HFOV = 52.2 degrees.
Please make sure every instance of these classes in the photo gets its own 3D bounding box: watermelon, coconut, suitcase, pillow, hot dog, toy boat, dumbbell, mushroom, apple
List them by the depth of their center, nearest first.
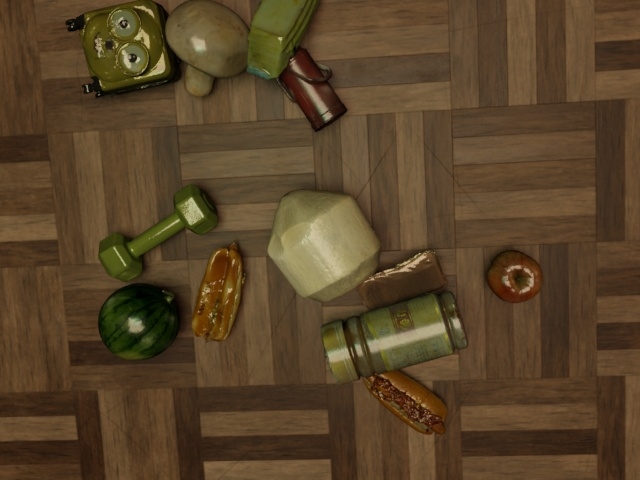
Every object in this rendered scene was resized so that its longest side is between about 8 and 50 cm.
[{"bbox_3d":[-0.085,-0.499,1.466,0.111,0.084,0.276,21,75,15],"label":"toy boat"},{"bbox_3d":[0.000,0.000,1.500,0.237,0.237,0.266,-30,98,7],"label":"coconut"},{"bbox_3d":[-0.256,-0.451,1.504,0.206,0.209,0.206,4,75,-17],"label":"mushroom"},{"bbox_3d":[-0.453,-0.447,1.522,0.235,0.143,0.194,-12,96,5],"label":"suitcase"},{"bbox_3d":[0.457,0.088,1.540,0.126,0.102,0.126,0,91,4],"label":"apple"},{"bbox_3d":[0.197,0.104,1.570,0.211,0.034,0.135,-22,130,6],"label":"pillow"},{"bbox_3d":[-0.427,0.188,1.574,0.215,0.188,0.188,-39,93,5],"label":"watermelon"},{"bbox_3d":[-0.394,-0.017,1.587,0.302,0.121,0.108,-31,65,6],"label":"dumbbell"},{"bbox_3d":[0.216,0.393,1.607,0.249,0.076,0.102,38,95,0],"label":"hot dog"},{"bbox_3d":[-0.248,0.131,1.613,0.109,0.072,0.269,17,99,0],"label":"hot dog"}]

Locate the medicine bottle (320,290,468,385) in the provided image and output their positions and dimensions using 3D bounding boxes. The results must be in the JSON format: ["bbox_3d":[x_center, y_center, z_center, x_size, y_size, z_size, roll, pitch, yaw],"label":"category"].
[{"bbox_3d":[0.175,0.229,1.552,0.322,0.151,0.151,-17,95,6],"label":"medicine bottle"}]

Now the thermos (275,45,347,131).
[{"bbox_3d":[-0.041,-0.373,1.529,0.124,0.099,0.232,-33,93,43],"label":"thermos"}]
